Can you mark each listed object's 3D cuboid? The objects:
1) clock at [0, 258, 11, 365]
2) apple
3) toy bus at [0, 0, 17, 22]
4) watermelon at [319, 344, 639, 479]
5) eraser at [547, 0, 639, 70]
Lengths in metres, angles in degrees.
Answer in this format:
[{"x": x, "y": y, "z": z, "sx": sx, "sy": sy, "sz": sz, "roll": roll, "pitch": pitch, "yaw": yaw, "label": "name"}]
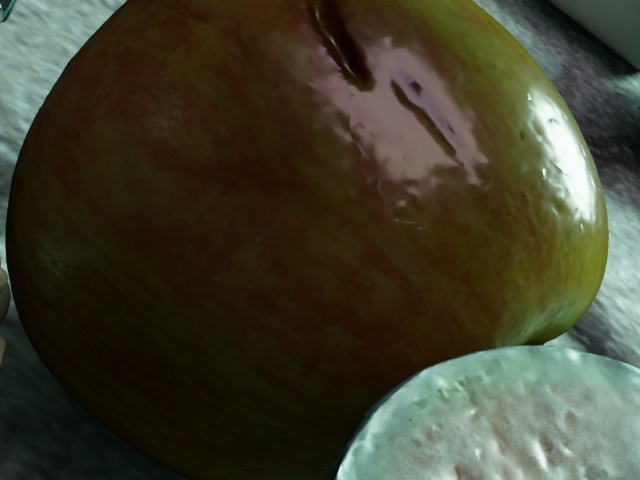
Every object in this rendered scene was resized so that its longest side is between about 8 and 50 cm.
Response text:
[{"x": -0.209, "y": 0.101, "z": 0.684, "sx": 0.276, "sy": 0.120, "sz": 0.379, "roll": 1, "pitch": 50, "yaw": -39, "label": "clock"}, {"x": 0.000, "y": 0.000, "z": 0.860, "sx": 0.264, "sy": 0.264, "sz": 0.264, "roll": 24, "pitch": 33, "yaw": -17, "label": "apple"}, {"x": -0.224, "y": -0.082, "z": 0.898, "sx": 0.121, "sy": 0.120, "sz": 0.265, "roll": 26, "pitch": 33, "yaw": -14, "label": "toy bus"}, {"x": 0.035, "y": 0.178, "z": 0.720, "sx": 0.188, "sy": 0.175, "sz": 0.322, "roll": 39, "pitch": 40, "yaw": -8, "label": "watermelon"}, {"x": 0.325, "y": -0.295, "z": 1.619, "sx": 0.150, "sy": 0.331, "sz": 0.331, "roll": 38, "pitch": 31, "yaw": 9, "label": "eraser"}]
